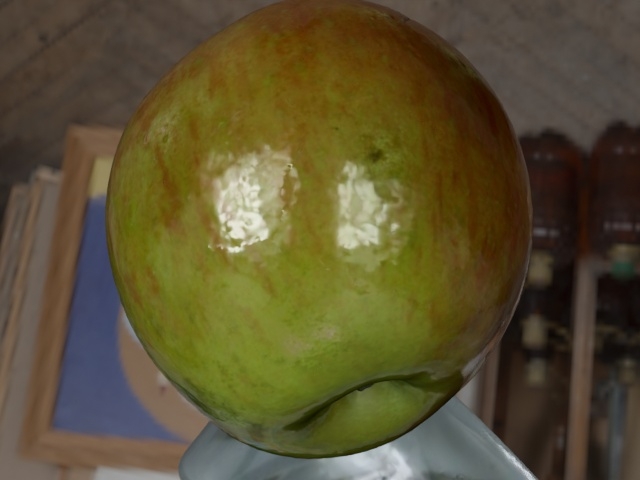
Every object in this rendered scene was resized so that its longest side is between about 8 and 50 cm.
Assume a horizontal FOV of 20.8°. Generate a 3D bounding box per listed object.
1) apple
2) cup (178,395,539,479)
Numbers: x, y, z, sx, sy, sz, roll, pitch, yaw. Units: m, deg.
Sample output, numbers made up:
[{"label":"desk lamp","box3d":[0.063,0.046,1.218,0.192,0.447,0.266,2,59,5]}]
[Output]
[{"label":"apple","box3d":[0.000,0.000,0.778,0.196,0.196,0.196,7,146,4]},{"label":"cup","box3d":[0.038,0.198,1.037,0.347,0.163,0.347,45,170,11]}]
